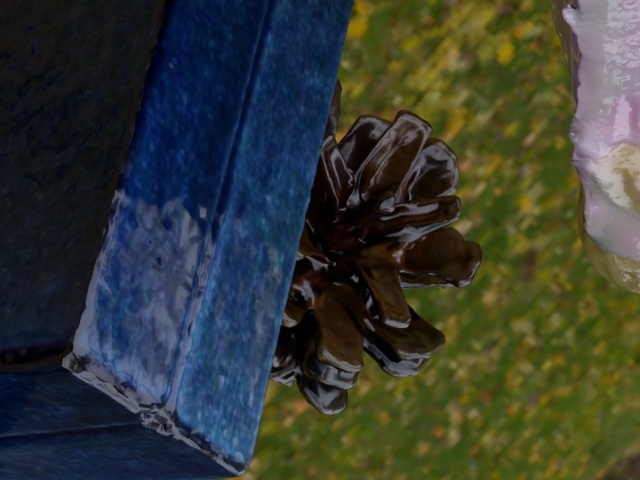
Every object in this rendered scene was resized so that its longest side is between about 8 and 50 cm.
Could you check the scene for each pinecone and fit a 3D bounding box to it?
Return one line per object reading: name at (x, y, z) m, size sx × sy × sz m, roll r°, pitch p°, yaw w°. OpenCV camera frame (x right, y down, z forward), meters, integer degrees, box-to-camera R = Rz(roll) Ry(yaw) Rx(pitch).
pinecone at (0.002, -0.002, 1.107) m, size 0.202 × 0.229 × 0.201 m, roll 8°, pitch 134°, yaw -32°

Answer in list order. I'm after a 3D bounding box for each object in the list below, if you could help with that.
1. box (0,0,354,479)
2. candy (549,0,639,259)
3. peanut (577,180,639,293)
box at (-0.129, -0.043, 0.689) m, size 0.116 × 0.261 × 0.279 m, roll 43°, pitch 51°, yaw -43°
candy at (0.143, -0.117, 0.660) m, size 0.116 × 0.155 × 0.265 m, roll -7°, pitch 149°, yaw 5°
peanut at (0.304, -0.098, 1.377) m, size 0.147 × 0.147 × 0.319 m, roll -22°, pitch 137°, yaw -43°
